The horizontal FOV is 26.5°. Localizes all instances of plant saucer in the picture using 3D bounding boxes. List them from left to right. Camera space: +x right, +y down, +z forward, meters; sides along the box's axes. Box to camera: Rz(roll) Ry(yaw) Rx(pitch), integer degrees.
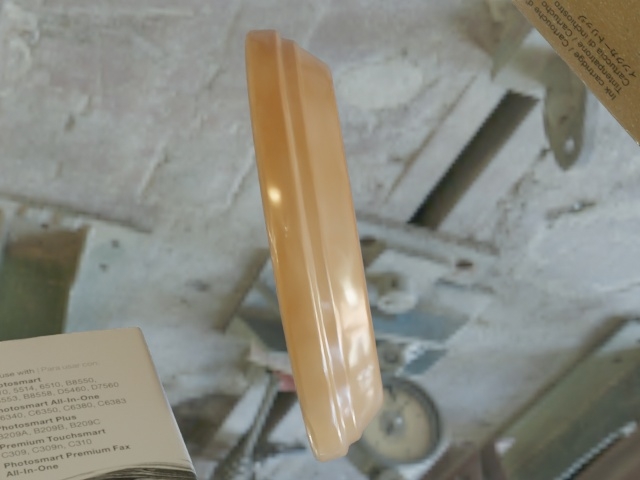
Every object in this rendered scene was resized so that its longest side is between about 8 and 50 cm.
[{"bbox_3d":[0.000,0.000,0.626,0.037,0.200,0.200,-10,146,1],"label":"plant saucer"}]

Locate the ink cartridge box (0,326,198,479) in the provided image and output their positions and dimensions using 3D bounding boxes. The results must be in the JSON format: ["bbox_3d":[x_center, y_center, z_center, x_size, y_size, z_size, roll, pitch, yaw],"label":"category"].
[{"bbox_3d":[-0.092,0.156,0.567,0.086,0.203,0.148,-7,130,-19],"label":"ink cartridge box"}]

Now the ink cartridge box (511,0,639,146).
[{"bbox_3d":[0.227,-0.132,0.754,0.193,0.235,0.088,-31,168,-39],"label":"ink cartridge box"}]
